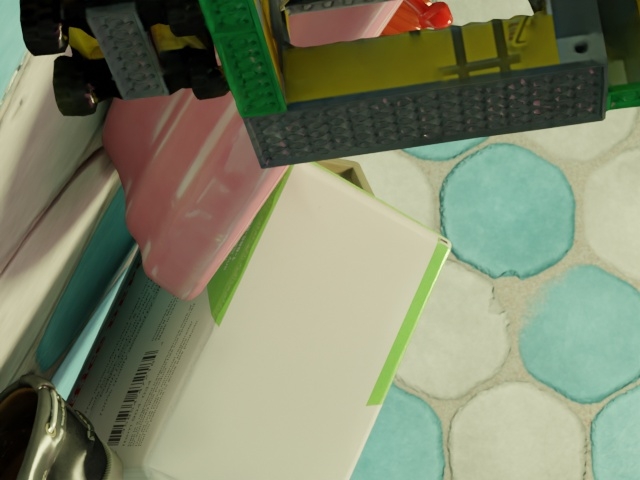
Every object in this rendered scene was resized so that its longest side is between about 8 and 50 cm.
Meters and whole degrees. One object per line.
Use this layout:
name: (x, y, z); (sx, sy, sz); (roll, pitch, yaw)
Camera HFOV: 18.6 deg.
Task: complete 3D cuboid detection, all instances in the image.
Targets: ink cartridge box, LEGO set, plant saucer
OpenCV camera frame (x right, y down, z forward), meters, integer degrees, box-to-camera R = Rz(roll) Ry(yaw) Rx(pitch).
ink cartridge box: (-0.056, 0.074, 1.179); (0.198, 0.115, 0.273); (-65, -164, -14)
LEGO set: (0.080, -0.153, 0.476); (0.255, 0.331, 0.192); (54, 27, -66)
plant saucer: (0.000, -0.128, 0.916); (0.332, 0.084, 0.332); (-55, -177, 4)

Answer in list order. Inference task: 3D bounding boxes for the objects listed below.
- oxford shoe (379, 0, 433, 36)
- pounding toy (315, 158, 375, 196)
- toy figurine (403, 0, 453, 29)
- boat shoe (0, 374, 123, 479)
oxford shoe: (0.045, -0.230, 1.361); (0.098, 0.097, 0.271); (18, -97, 59)
pounding toy: (0.000, 0.000, 1.777); (0.100, 0.141, 0.130); (-61, -145, 32)
toy figurine: (0.137, -0.303, 1.240); (0.217, 0.191, 0.362); (-102, -146, -74)
boat shoe: (-0.199, 0.171, 0.998); (0.233, 0.084, 0.079); (-52, 137, -25)
